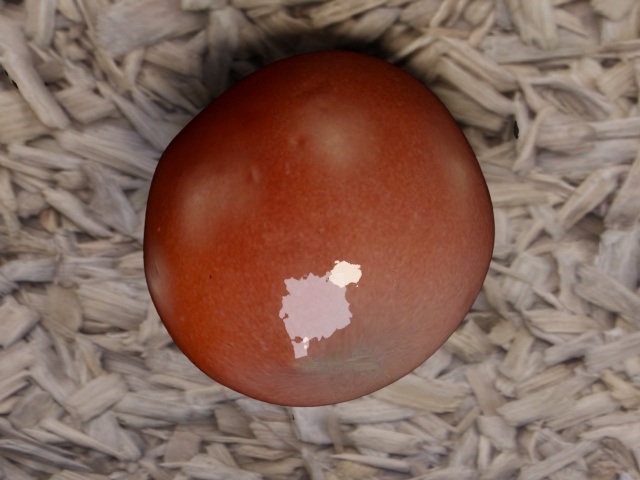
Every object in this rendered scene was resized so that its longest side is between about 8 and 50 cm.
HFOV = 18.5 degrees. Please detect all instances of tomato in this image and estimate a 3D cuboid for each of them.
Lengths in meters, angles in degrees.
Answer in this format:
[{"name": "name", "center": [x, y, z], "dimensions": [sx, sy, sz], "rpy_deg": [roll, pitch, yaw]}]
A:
[{"name": "tomato", "center": [0.000, 0.000, 1.733], "dimensions": [0.322, 0.321, 0.321], "rpy_deg": [4, 139, 4]}]
